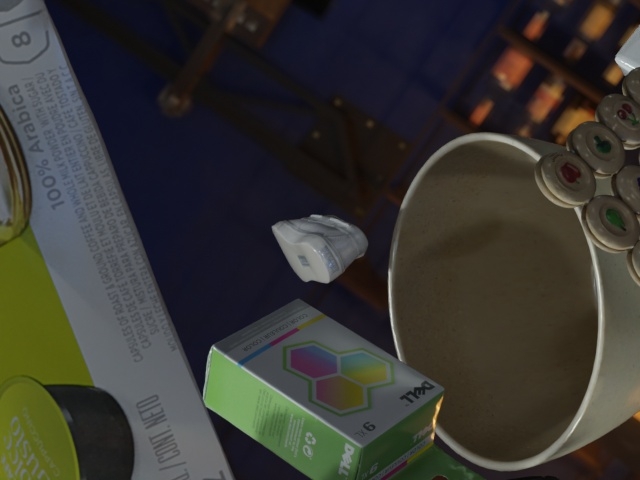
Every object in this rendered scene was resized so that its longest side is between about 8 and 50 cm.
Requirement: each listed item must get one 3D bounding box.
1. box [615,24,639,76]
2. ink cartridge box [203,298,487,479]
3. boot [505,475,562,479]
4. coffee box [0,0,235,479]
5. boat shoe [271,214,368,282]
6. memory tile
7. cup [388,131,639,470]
[{"bbox_3d":[0.475,-0.105,1.450,0.345,0.168,0.215,39,178,37],"label":"box"},{"bbox_3d":[0.022,0.134,1.230,0.209,0.062,0.109,31,-143,28],"label":"ink cartridge box"},{"bbox_3d":[0.104,0.360,1.525,0.118,0.338,0.222,73,-173,-63],"label":"boot"},{"bbox_3d":[-0.269,0.094,0.803,0.337,0.334,0.338,69,160,-5],"label":"coffee box"},{"bbox_3d":[0.000,0.000,1.628,0.066,0.063,0.184,62,167,-6],"label":"boat shoe"},{"bbox_3d":[0.203,-0.039,0.962,0.113,0.012,0.148,45,-129,3],"label":"memory tile"},{"bbox_3d":[0.258,0.052,1.608,0.237,0.331,0.331,-5,-146,-33],"label":"cup"}]
